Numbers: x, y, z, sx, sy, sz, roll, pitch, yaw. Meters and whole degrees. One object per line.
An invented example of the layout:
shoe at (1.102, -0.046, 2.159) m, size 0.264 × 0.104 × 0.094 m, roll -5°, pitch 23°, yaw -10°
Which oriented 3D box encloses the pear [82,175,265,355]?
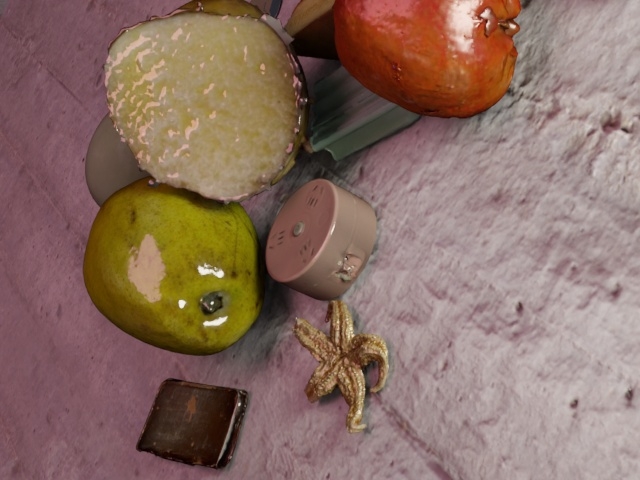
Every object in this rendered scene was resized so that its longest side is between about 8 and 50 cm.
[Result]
pear at (-0.206, 0.035, 1.732) m, size 0.253 × 0.253 × 0.307 m, roll -62°, pitch 30°, yaw 9°

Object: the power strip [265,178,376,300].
power strip at (0.000, 0.000, 1.606) m, size 0.154 × 0.078 × 0.154 m, roll -36°, pitch 39°, yaw 37°

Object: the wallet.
wallet at (-0.186, 0.266, 1.775) m, size 0.232 × 0.031 × 0.122 m, roll -1°, pitch 67°, yaw 53°

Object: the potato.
potato at (-0.127, -0.200, 1.727) m, size 0.300 × 0.237 × 0.289 m, roll 8°, pitch 93°, yaw 13°

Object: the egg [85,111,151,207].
egg at (-0.265, -0.140, 1.965) m, size 0.282 × 0.203 × 0.203 m, roll -36°, pitch 44°, yaw 34°

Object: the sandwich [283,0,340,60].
sandwich at (0.047, -0.327, 1.726) m, size 0.258 × 0.096 × 0.094 m, roll -17°, pitch 52°, yaw 51°

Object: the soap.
soap at (0.070, -0.195, 1.640) m, size 0.198 × 0.063 × 0.115 m, roll -25°, pitch 54°, yaw 47°

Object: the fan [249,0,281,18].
fan at (-0.117, -0.387, 2.078) m, size 0.175 × 0.005 × 0.113 m, roll 1°, pitch 73°, yaw 54°

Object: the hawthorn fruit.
hawthorn fruit at (0.099, -0.267, 1.462) m, size 0.299 × 0.211 × 0.211 m, roll 20°, pitch 88°, yaw 16°

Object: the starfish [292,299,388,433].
starfish at (0.021, 0.154, 1.519) m, size 0.150 × 0.053 × 0.210 m, roll -50°, pitch 38°, yaw 34°
